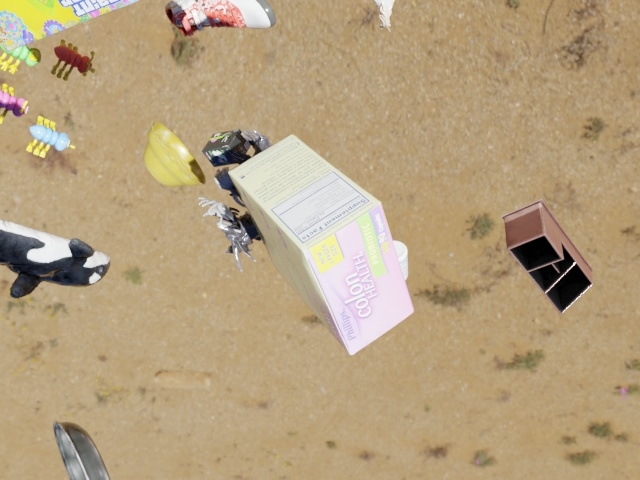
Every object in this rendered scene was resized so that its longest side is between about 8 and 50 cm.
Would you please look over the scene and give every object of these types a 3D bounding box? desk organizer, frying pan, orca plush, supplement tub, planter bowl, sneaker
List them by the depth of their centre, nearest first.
[{"bbox_3d":[0.249,0.021,0.705,0.047,0.050,0.130,-25,126,32],"label":"desk organizer"},{"bbox_3d":[-0.427,0.036,0.958,0.151,0.102,0.287,8,167,13],"label":"orca plush"},{"bbox_3d":[-0.365,0.441,1.065,0.197,0.053,0.326,-7,102,57],"label":"frying pan"},{"bbox_3d":[-0.230,-0.496,1.446,0.270,0.145,0.090,33,159,31],"label":"sneaker"},{"bbox_3d":[0.193,0.058,1.698,0.070,0.071,0.107,-2,141,6],"label":"supplement tub"},{"bbox_3d":[-0.420,-0.215,1.788,0.090,0.217,0.217,-37,128,9],"label":"planter bowl"}]

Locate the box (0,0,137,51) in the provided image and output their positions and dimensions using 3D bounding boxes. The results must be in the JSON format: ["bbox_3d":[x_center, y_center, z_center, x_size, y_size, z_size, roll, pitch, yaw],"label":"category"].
[{"bbox_3d":[-0.348,-0.433,0.816,0.289,0.177,0.279,-9,133,25],"label":"box"}]

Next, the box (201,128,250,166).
[{"bbox_3d":[-0.209,-0.205,1.447,0.083,0.062,0.052,-3,137,35],"label":"box"}]

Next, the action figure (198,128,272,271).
[{"bbox_3d":[-0.166,-0.080,1.291,0.140,0.276,0.164,23,141,-23],"label":"action figure"}]

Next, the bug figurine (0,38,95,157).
[{"bbox_3d":[-0.622,-0.337,1.445,0.216,0.279,0.072,19,169,-41],"label":"bug figurine"}]

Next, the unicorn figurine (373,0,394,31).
[{"bbox_3d":[0.125,-0.469,1.210,0.060,0.111,0.162,-26,-179,-28],"label":"unicorn figurine"}]

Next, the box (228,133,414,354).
[{"bbox_3d":[0.000,0.000,0.934,0.117,0.243,0.214,-32,131,-11],"label":"box"}]
